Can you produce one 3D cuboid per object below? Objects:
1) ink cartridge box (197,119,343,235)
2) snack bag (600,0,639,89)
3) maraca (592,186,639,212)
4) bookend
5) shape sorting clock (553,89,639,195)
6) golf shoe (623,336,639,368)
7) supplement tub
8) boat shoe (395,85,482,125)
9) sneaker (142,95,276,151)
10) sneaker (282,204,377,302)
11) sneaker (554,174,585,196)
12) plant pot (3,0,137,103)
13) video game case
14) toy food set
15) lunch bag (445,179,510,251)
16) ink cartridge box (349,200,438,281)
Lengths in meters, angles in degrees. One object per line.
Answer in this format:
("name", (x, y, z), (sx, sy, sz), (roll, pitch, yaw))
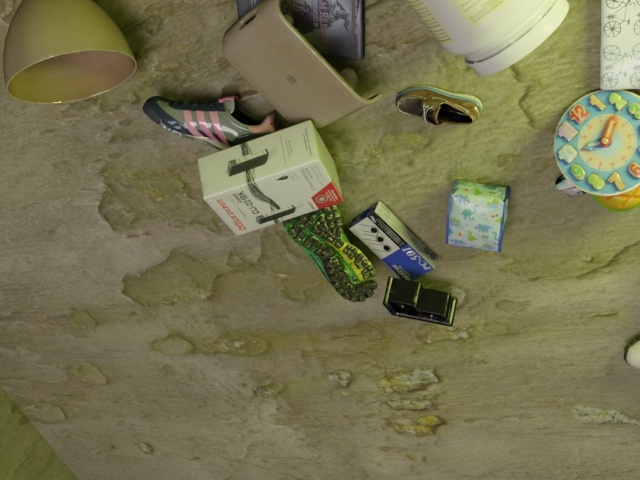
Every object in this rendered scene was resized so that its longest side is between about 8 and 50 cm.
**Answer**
("ink cartridge box", (-0.110, -0.134, 1.866), (0.272, 0.114, 0.197), (-17, 151, 11))
("snack bag", (0.667, -0.407, 1.454), (0.342, 0.037, 0.323), (4, 129, 20))
("maraca", (0.590, -0.146, 1.669), (0.127, 0.099, 0.186), (-23, 99, 7))
("bookend", (0.245, 0.149, 2.033), (0.157, 0.072, 0.156), (10, 168, 15))
("shape sorting clock", (0.553, -0.189, 1.614), (0.206, 0.040, 0.206), (-1, 89, 33))
("golf shoe", (0.831, 0.276, 1.905), (0.272, 0.120, 0.105), (-4, 128, 28))
("supplement tub", (0.253, -0.472, 1.442), (0.235, 0.235, 0.325), (-28, 113, 38))
("boat shoe", (0.239, -0.275, 1.731), (0.183, 0.066, 0.066), (6, 130, 19))
("sneaker", (-0.248, -0.291, 1.922), (0.319, 0.112, 0.131), (21, 118, 0))
("sneaker", (0.000, 0.000, 2.026), (0.344, 0.134, 0.146), (59, 171, -8))
("sneaker", (0.548, -0.123, 1.748), (0.069, 0.038, 0.098), (37, 142, -12))
("plant pot", (-0.568, -0.443, 1.838), (0.284, 0.284, 0.191), (-21, 83, 36))
("video game case", (-0.043, -0.476, 1.716), (0.274, 0.026, 0.196), (11, 132, 16))
("toy food set", (-0.042, -0.366, 1.748), (0.306, 0.092, 0.219), (43, 148, -21))
("lunch bag", (0.348, -0.048, 1.857), (0.128, 0.096, 0.151), (10, 122, 16))
("ink cartridge box", (0.176, 0.006, 2.012), (0.207, 0.046, 0.097), (43, 133, -15))
